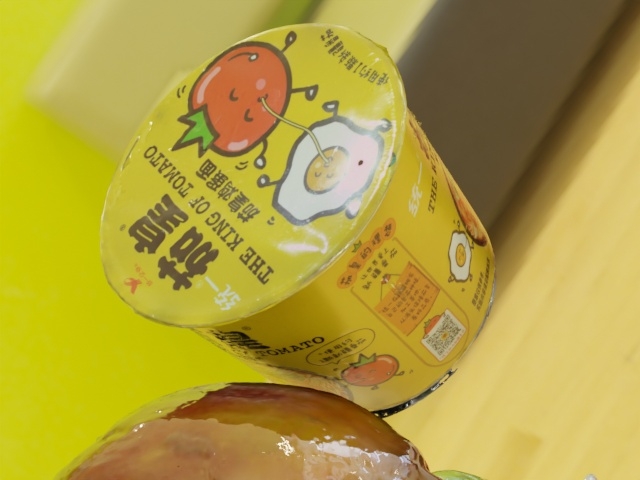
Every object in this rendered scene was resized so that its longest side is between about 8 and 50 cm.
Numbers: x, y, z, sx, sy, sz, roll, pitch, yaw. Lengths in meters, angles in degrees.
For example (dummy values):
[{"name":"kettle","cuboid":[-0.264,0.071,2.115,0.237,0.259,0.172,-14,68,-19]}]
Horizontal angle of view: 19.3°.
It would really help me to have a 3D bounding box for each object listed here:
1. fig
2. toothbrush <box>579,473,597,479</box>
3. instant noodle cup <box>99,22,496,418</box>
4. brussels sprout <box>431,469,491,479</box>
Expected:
[{"name":"fig","cuboid":[-0.052,0.183,0.927,0.263,0.224,0.224,-63,18,13]},{"name":"toothbrush","cuboid":[0.241,0.370,1.721,0.037,0.028,0.375,-21,40,27]},{"name":"instant noodle cup","cuboid":[0.000,0.000,0.979,0.182,0.144,0.182,-21,48,25]},{"name":"brussels sprout","cuboid":[0.128,0.279,1.725,0.155,0.155,0.117,-92,9,-60]}]
